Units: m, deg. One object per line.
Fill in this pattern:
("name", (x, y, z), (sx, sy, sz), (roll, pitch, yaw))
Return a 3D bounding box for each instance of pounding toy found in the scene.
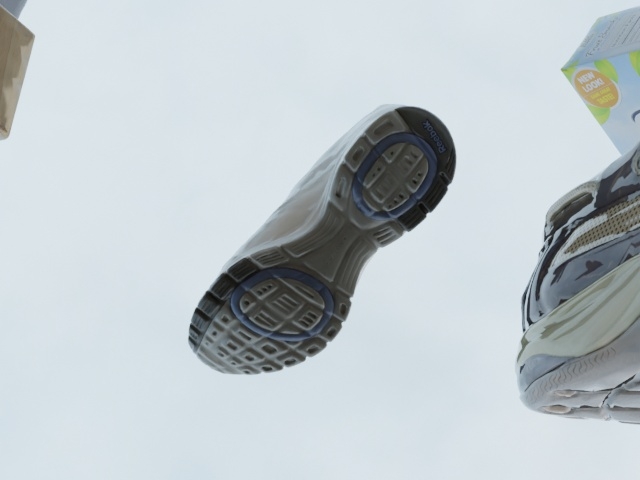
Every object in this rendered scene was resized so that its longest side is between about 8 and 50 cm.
("pounding toy", (-0.351, -0.144, 1.044), (0.141, 0.100, 0.130), (-5, -117, 27))

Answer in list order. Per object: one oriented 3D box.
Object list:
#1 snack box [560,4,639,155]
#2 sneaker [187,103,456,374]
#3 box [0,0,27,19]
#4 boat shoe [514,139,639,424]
("snack box", (0.301, -0.095, 0.829), (0.174, 0.207, 0.070), (49, -119, -21))
("sneaker", (0.000, 0.000, 1.030), (0.111, 0.129, 0.297), (43, -80, -15))
("box", (-0.570, -0.389, 1.452), (0.312, 0.343, 0.179), (15, -110, 15))
("boat shoe", (0.196, -0.034, 0.489), (0.132, 0.355, 0.130), (13, -122, -29))
